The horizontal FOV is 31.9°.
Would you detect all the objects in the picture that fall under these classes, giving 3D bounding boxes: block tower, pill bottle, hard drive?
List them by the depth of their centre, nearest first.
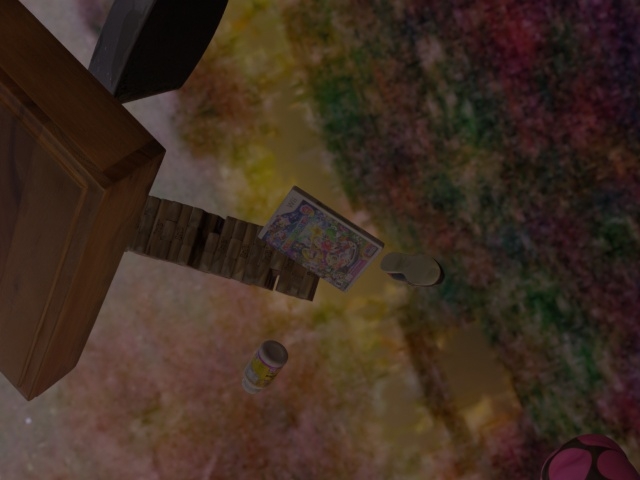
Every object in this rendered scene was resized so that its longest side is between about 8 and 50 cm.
[{"bbox_3d":[-0.214,-0.283,1.510,0.054,0.172,0.255,54,138,16],"label":"hard drive"},{"bbox_3d":[-0.080,0.179,1.566,0.083,0.043,0.043,-56,44,40],"label":"pill bottle"},{"bbox_3d":[-0.161,0.006,1.669,0.091,0.335,0.097,47,-120,-81],"label":"block tower"}]

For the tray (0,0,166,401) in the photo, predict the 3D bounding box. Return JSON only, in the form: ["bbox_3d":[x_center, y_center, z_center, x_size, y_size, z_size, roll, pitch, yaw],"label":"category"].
[{"bbox_3d":[-0.282,-0.020,1.026,0.203,0.076,0.411,45,142,8],"label":"tray"}]

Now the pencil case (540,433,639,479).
[{"bbox_3d":[0.261,0.266,0.989,0.209,0.098,0.095,-108,-7,-67],"label":"pencil case"}]

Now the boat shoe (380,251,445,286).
[{"bbox_3d":[0.142,0.047,1.653,0.043,0.049,0.137,37,167,-30],"label":"boat shoe"}]

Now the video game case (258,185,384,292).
[{"bbox_3d":[0.000,0.000,1.265,0.122,0.087,0.011,33,-140,-6],"label":"video game case"}]
